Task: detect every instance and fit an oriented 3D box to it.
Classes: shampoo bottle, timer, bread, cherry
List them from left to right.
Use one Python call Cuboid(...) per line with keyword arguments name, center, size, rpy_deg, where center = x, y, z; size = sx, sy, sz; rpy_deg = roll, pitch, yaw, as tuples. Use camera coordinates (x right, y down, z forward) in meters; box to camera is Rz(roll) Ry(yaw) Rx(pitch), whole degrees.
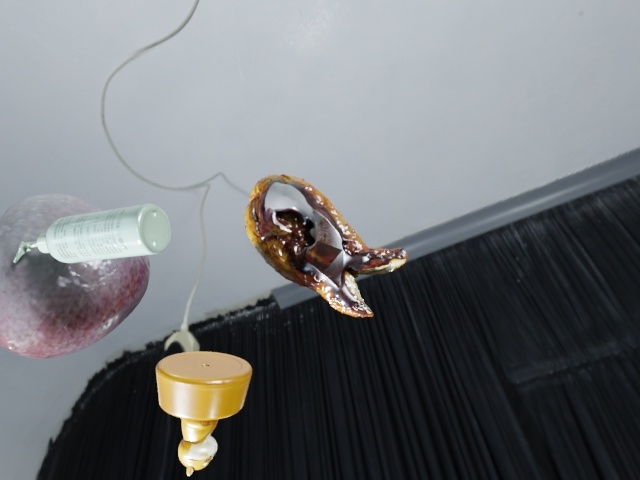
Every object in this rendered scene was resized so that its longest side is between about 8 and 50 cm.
Cuboid(name="cherry", center=(-0.352, 0.042, 0.720), size=(0.213, 0.266, 0.184), rpy_deg=(30, 128, -9))
Cuboid(name="shampoo bottle", center=(-0.265, -0.004, 0.588), size=(0.195, 0.056, 0.056), rpy_deg=(-5, 134, 21))
Cuboid(name="timer", center=(-0.167, 0.247, 0.730), size=(0.131, 0.132, 0.152), rpy_deg=(5, 93, -11))
Cuboid(name="bread", center=(-0.008, 0.005, 0.790), size=(0.268, 0.095, 0.139), rpy_deg=(37, 87, 10))
